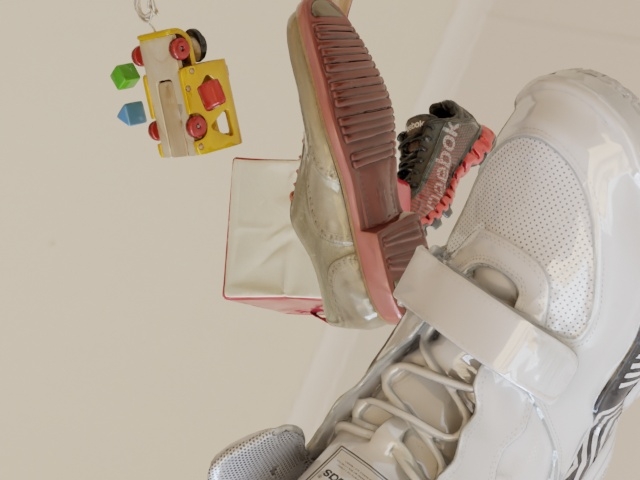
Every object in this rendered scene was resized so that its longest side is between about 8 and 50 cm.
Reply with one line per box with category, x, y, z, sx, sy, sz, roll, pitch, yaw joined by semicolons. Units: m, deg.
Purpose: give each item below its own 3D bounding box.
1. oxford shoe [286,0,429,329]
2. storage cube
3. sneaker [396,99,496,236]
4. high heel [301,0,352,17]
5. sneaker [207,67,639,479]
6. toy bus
oxford shoe;0.007;-0.072;1.180;0.130;0.123;0.348;-14;-92;36
storage cube;0.000;0.000;1.507;0.184;0.193;0.215;1;-99;23
sneaker;0.154;-0.108;1.716;0.097;0.135;0.276;-16;-149;52
high heel;0.053;-0.432;2.011;0.181;0.127;0.377;-19;-112;6
sneaker;0.067;0.090;0.628;0.137;0.210;0.366;33;-58;39
toy bus;-0.168;-0.205;1.497;0.191;0.104;0.202;49;-45;23
